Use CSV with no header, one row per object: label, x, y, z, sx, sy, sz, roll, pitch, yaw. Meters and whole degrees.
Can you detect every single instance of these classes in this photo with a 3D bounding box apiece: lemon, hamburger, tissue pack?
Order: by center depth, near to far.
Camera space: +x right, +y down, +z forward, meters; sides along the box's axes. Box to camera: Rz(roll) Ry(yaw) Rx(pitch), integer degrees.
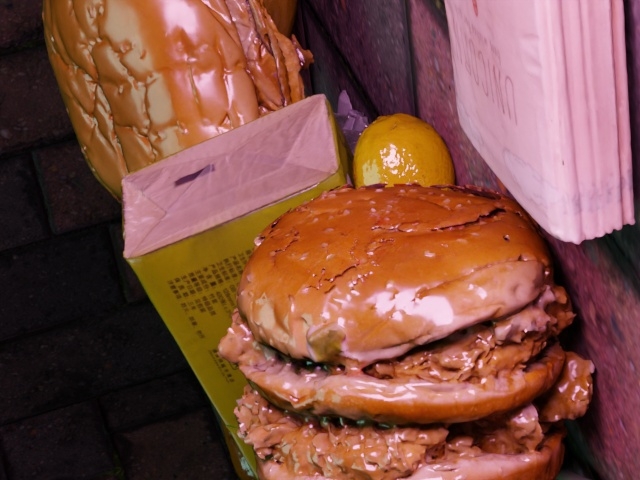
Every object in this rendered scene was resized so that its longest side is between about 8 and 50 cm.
tissue pack,0.115,-0.174,1.050,0.170,0.071,0.325,-124,20,-55
hamburger,0.049,0.077,1.294,0.260,0.245,0.211,-146,52,-64
lemon,0.069,-0.049,1.483,0.082,0.082,0.110,-169,63,-79
tissue pack,-0.027,0.045,1.606,0.167,0.200,0.274,-100,-14,-59
hamburger,-0.143,-0.170,1.723,0.318,0.158,0.318,35,138,38

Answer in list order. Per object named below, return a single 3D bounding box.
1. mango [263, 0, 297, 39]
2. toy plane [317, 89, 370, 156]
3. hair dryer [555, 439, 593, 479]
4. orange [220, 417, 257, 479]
mango,-0.106,-0.271,1.897,0.331,0.142,0.195,97,149,-55
toy plane,0.011,0.001,1.783,0.212,0.088,0.267,-122,37,-61
hair dryer,0.177,0.176,1.350,0.150,0.071,0.047,12,124,60
orange,0.002,0.218,2.028,0.249,0.183,0.249,-19,-90,-81
